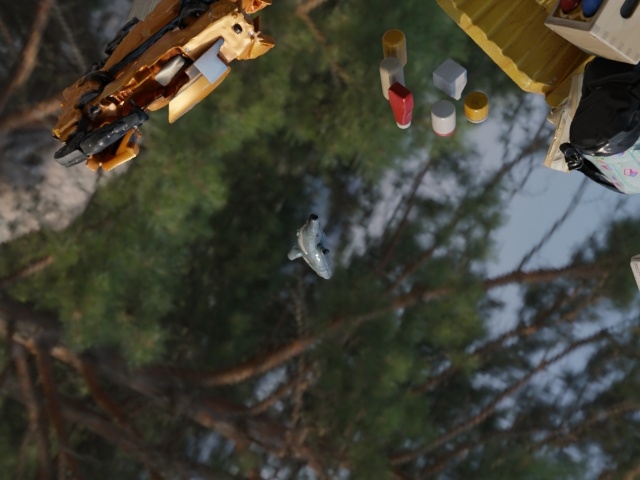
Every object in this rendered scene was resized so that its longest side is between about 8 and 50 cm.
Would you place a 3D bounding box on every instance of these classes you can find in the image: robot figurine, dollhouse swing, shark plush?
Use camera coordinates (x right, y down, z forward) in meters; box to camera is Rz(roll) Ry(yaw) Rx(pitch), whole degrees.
[{"bbox_3d":[-0.183,-0.186,1.312,0.291,0.085,0.211,-35,-148,22],"label":"robot figurine"},{"bbox_3d":[0.425,-0.485,2.037,0.305,0.347,0.315,-42,-176,42],"label":"dollhouse swing"},{"bbox_3d":[0.000,0.000,1.958,0.073,0.067,0.161,-24,152,-26],"label":"shark plush"}]

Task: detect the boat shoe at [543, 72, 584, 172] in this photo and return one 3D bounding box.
[{"bbox_3d":[0.410,-0.201,1.993,0.063,0.059,0.170,2,98,-75],"label":"boat shoe"}]

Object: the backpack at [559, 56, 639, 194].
[{"bbox_3d":[0.373,-0.121,1.383,0.115,0.182,0.151,11,-109,43],"label":"backpack"}]

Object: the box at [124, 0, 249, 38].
[{"bbox_3d":[-0.228,-0.380,2.008,0.232,0.127,0.148,-26,-135,49],"label":"box"}]

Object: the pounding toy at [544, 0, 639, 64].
[{"bbox_3d":[0.316,-0.285,1.299,0.141,0.100,0.130,-60,-159,5],"label":"pounding toy"}]

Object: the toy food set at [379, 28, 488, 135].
[{"bbox_3d":[0.177,-0.242,1.981,0.111,0.232,0.104,-45,155,-16],"label":"toy food set"}]

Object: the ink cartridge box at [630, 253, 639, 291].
[{"bbox_3d":[0.731,0.072,2.224,0.237,0.171,0.100,-20,-177,-7],"label":"ink cartridge box"}]
